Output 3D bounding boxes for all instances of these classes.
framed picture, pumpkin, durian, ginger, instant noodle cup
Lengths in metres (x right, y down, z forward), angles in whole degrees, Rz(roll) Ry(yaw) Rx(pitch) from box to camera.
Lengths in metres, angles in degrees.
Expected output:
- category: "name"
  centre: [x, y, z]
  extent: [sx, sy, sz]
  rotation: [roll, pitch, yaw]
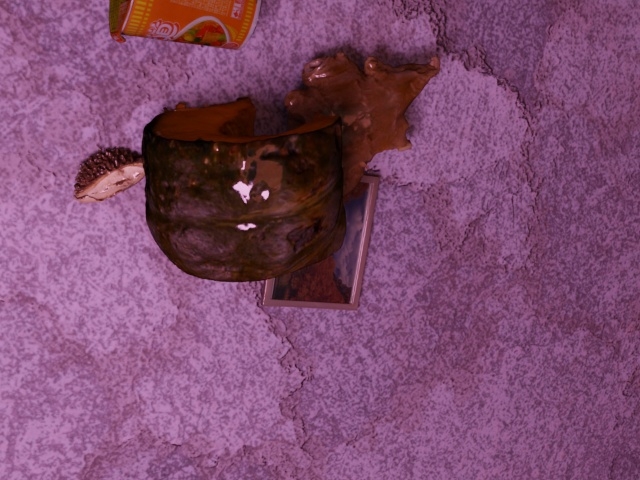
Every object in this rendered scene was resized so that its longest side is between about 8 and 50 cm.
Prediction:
- category: "framed picture"
  centre: [0.000, 0.000, 1.205]
  extent: [0.184, 0.016, 0.249]
  rotation: [6, 101, -21]
- category: "pumpkin"
  centre: [-0.119, -0.080, 1.009]
  extent: [0.256, 0.303, 0.225]
  rotation: [-27, 118, -37]
- category: "durian"
  centre: [-0.325, -0.104, 1.057]
  extent: [0.130, 0.052, 0.066]
  rotation: [-26, 149, -9]
- category: "ginger"
  centre: [0.068, -0.217, 1.120]
  extent: [0.270, 0.123, 0.219]
  rotation: [-44, 109, -9]
- category: "instant noodle cup"
  centre: [-0.189, -0.348, 0.985]
  extent: [0.185, 0.168, 0.168]
  rotation: [7, 100, -29]
